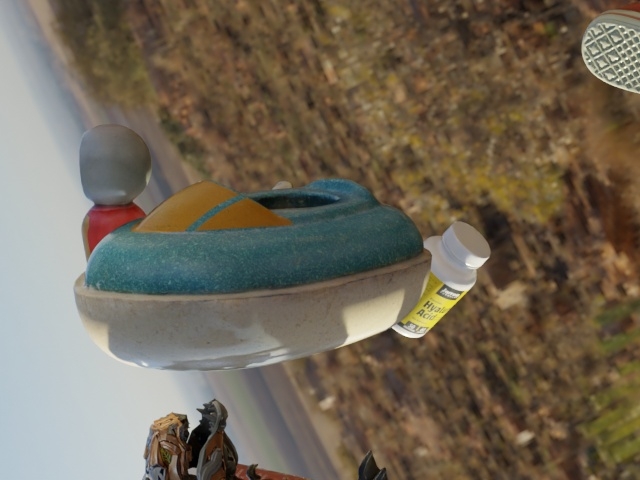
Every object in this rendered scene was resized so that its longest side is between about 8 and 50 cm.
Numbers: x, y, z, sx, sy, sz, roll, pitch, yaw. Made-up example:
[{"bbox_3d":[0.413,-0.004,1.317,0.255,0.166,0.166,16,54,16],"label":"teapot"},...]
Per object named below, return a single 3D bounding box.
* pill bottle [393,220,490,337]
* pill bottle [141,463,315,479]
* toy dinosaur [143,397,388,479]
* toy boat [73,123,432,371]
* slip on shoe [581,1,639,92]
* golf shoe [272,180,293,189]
[{"bbox_3d":[0.111,0.036,1.220,0.065,0.116,0.065,28,-148,-20],"label":"pill bottle"},{"bbox_3d":[-0.104,0.326,1.487,0.121,0.216,0.121,10,-90,-73],"label":"pill bottle"},{"bbox_3d":[-0.021,0.265,0.950,0.164,0.218,0.322,44,155,57],"label":"toy dinosaur"},{"bbox_3d":[-0.092,-0.004,0.937,0.318,0.267,0.148,12,108,49],"label":"toy boat"},{"bbox_3d":[0.456,-0.188,1.379,0.331,0.101,0.123,26,135,27],"label":"slip on shoe"},{"bbox_3d":[0.000,0.000,1.443,0.176,0.069,0.086,45,-138,-33],"label":"golf shoe"}]
